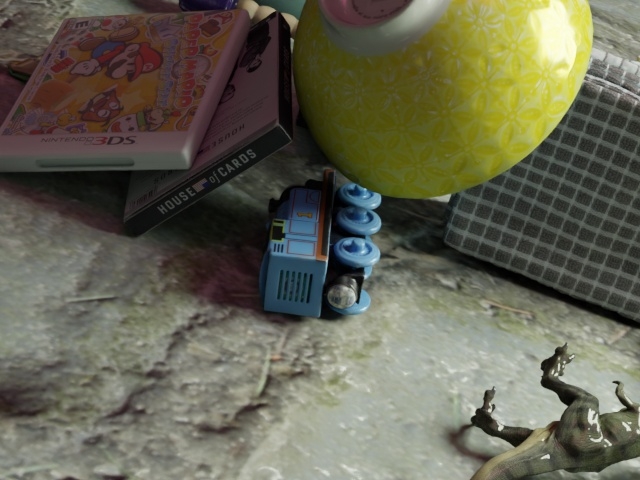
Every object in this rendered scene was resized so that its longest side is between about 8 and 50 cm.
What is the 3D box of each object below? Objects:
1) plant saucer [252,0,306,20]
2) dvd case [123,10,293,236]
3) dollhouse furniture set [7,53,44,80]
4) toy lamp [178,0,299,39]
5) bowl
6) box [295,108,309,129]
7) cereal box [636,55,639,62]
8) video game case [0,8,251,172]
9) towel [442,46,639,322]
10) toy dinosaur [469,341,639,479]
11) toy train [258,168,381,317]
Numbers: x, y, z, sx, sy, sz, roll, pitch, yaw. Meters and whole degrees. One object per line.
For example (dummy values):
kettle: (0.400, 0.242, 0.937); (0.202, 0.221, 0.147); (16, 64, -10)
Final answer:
plant saucer: (-0.001, -0.400, 1.725); (0.318, 0.043, 0.317); (-9, 48, 10)
dvd case: (-0.106, -0.118, 1.289); (0.029, 0.179, 0.238); (49, 20, -29)
dollhouse furniture set: (-0.254, -0.160, 1.404); (0.152, 0.058, 0.076); (17, 34, 38)
toy lamp: (-0.037, -0.255, 1.602); (0.275, 0.080, 0.080); (22, 32, 5)
bowl: (0.083, -0.199, 1.201); (0.289, 0.289, 0.156); (48, 4, 39)
box: (0.064, -0.172, 1.427); (0.158, 0.156, 0.093); (19, 66, 2)
cereal box: (0.552, -0.175, 1.779); (0.173, 0.047, 0.240); (-6, 40, -31)
video game case: (-0.192, -0.149, 1.292); (0.206, 0.026, 0.227); (0, 44, 17)
towel: (0.273, -0.058, 1.302); (0.284, 0.235, 0.121); (21, 36, 6)
toy dinosaur: (0.192, 0.154, 1.083); (0.268, 0.064, 0.118); (-14, 42, -23)
toy train: (0.000, 0.000, 1.231); (0.105, 0.080, 0.184); (9, 33, -2)
